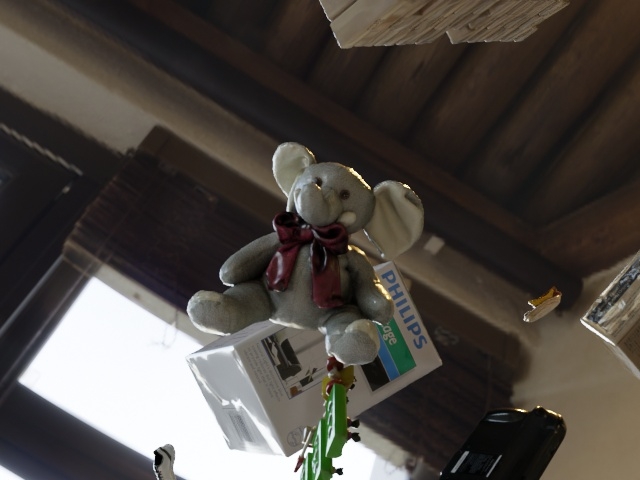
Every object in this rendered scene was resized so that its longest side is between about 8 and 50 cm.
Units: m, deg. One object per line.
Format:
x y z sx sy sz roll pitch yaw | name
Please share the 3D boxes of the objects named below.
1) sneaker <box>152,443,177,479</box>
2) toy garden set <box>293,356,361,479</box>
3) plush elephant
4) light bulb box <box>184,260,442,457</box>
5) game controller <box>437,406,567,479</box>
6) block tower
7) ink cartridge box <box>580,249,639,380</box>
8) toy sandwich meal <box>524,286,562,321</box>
-0.295 0.438 1.712 0.040 0.043 0.109 -12 -100 29 | sneaker
0.008 0.313 1.356 0.049 0.204 0.244 15 -61 -8 | toy garden set
0.000 0.000 1.346 0.271 0.330 0.255 13 -74 15 | plush elephant
-0.024 0.233 1.790 0.225 0.361 0.358 64 -24 -1 | light bulb box
0.282 0.385 1.515 0.166 0.319 0.067 -16 -71 46 | game controller
0.144 -0.272 0.985 0.097 0.335 0.091 -30 -101 42 | block tower
0.567 0.126 1.547 0.193 0.088 0.234 -50 -45 0 | ink cartridge box
0.395 0.114 1.637 0.085 0.085 0.029 -50 -118 37 | toy sandwich meal
